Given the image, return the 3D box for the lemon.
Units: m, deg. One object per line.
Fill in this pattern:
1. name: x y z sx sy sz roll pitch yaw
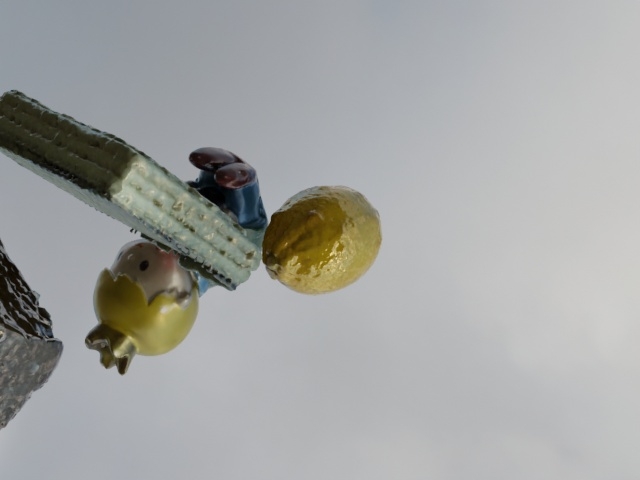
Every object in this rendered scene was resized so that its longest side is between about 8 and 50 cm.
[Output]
1. lemon: 0.000 0.000 1.633 0.114 0.155 0.114 17 -63 35

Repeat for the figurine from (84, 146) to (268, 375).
1. figurine: -0.159 0.021 1.640 0.234 0.185 0.127 -33 -117 -29

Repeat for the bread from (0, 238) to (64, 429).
1. bread: -0.340 -0.002 1.160 0.165 0.113 0.416 -42 -129 5

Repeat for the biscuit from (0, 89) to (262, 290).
1. biscuit: -0.159 -0.048 1.130 0.252 0.150 0.052 25 -100 48
